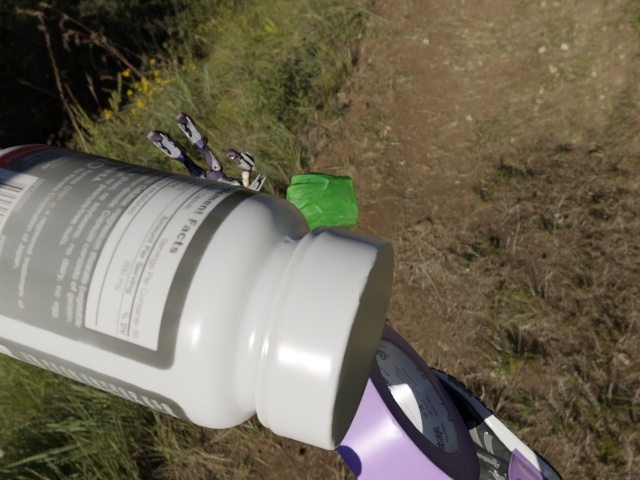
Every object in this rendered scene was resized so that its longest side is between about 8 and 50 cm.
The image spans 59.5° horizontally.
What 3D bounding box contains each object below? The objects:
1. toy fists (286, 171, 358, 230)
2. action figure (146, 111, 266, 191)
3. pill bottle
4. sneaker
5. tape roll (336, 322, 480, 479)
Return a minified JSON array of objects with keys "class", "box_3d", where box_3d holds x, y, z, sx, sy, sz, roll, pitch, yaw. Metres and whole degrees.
[{"class":"toy fists","box_3d":[0.000,0.000,1.100,0.142,0.096,0.279,-3,81,-23]},{"class":"action figure","box_3d":[-0.243,-0.147,1.228,0.185,0.099,0.285,-43,79,-4]},{"class":"pill bottle","box_3d":[-0.102,0.034,0.396,0.283,0.161,0.161,14,53,16]},{"class":"sneaker","box_3d":[0.250,0.339,0.941,0.124,0.107,0.283,-44,59,-8]},{"class":"tape roll","box_3d":[0.105,0.240,0.799,0.090,0.275,0.274,-40,49,16]}]
